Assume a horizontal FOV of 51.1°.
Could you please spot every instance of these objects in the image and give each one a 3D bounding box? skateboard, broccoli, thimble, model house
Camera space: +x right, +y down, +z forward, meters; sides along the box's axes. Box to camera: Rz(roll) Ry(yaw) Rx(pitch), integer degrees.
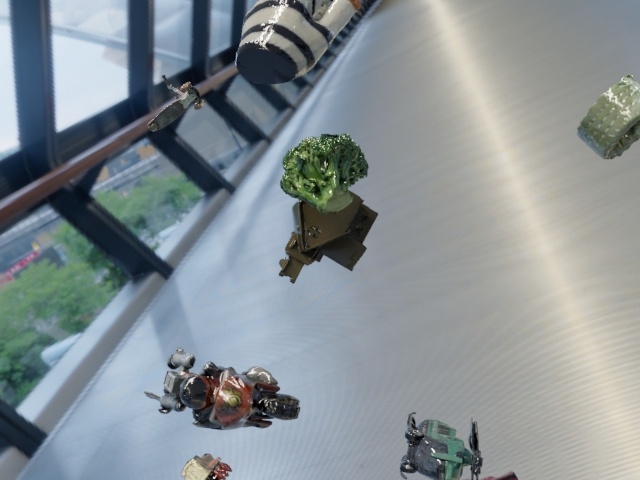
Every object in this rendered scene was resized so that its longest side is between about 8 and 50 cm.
[{"bbox_3d":[-0.163,-0.146,0.711,0.064,0.032,0.083,-39,33,-5],"label":"skateboard"},{"bbox_3d":[0.010,-0.135,1.325,0.195,0.195,0.156,-30,49,-5],"label":"broccoli"},{"bbox_3d":[0.407,-0.166,0.915,0.085,0.062,0.110,-16,-32,-38],"label":"thimble"},{"bbox_3d":[0.000,0.000,1.578,0.243,0.205,0.211,-60,3,-7],"label":"model house"}]

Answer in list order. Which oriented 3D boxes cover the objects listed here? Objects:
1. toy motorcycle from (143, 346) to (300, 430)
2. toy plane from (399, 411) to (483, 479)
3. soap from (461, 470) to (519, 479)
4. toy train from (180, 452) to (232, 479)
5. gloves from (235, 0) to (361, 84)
[{"bbox_3d":[-0.227,0.291,1.308,0.401,0.207,0.134,2,79,51],"label":"toy motorcycle"},{"bbox_3d":[0.227,0.402,1.229,0.155,0.106,0.382,9,2,9],"label":"toy plane"},{"bbox_3d":[0.332,0.668,1.516,0.325,0.220,0.127,-9,-20,-27],"label":"soap"},{"bbox_3d":[-0.235,0.482,1.398,0.050,0.087,0.138,-54,-6,-3],"label":"toy train"},{"bbox_3d":[-0.036,-0.333,1.012,0.140,0.131,0.218,-23,40,56],"label":"gloves"}]
